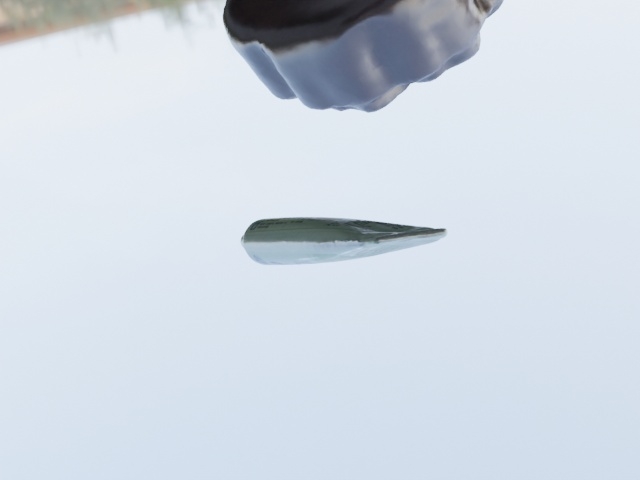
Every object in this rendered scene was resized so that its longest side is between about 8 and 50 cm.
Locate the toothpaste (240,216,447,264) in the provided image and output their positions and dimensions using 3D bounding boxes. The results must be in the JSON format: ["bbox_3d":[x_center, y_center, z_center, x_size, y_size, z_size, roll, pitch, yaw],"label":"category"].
[{"bbox_3d":[0.000,0.000,0.726,0.048,0.029,0.197,-6,-178,-27],"label":"toothpaste"}]

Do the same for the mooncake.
[{"bbox_3d":[0.049,-0.246,1.248,0.283,0.141,0.283,-23,-138,22],"label":"mooncake"}]
